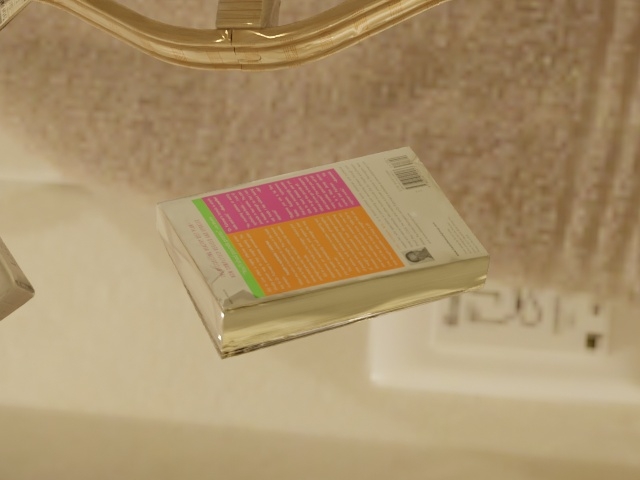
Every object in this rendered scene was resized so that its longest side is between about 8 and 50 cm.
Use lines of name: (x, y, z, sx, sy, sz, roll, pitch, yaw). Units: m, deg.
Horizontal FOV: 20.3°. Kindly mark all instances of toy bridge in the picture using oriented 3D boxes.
toy bridge: (-0.021, -0.086, 0.571, 0.026, 0.188, 0.063, 68, -154, -65)

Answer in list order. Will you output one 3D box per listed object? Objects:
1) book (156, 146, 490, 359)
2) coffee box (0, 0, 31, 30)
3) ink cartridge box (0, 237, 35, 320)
book: (0.000, 0.000, 0.906, 0.035, 0.144, 0.096, 96, 153, -42)
coffee box: (-0.227, -0.272, 1.223, 0.297, 0.168, 0.119, -49, -21, -27)
ink cartridge box: (-0.108, -0.022, 0.317, 0.115, 0.063, 0.029, 57, 175, 3)
